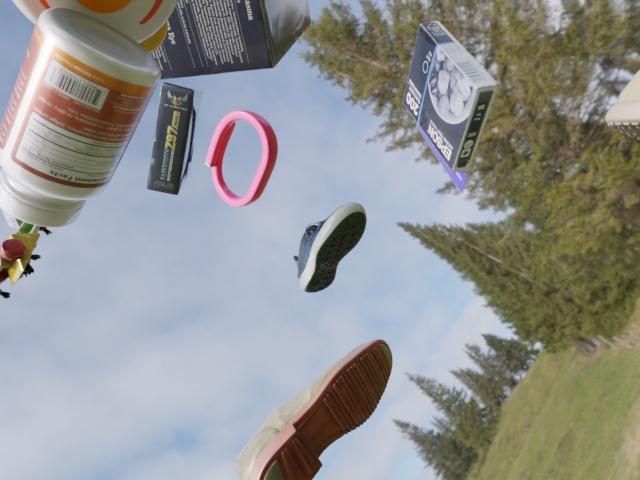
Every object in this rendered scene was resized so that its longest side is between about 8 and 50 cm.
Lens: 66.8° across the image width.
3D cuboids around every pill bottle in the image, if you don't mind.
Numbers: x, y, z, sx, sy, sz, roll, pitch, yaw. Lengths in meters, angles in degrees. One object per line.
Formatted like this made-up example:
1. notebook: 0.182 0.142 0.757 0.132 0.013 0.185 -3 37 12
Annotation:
1. pill bottle: -0.274 -0.124 0.531 0.216 0.121 0.121 -53 -25 23

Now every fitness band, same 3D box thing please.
1. fitness band: -0.230 -0.233 1.397 0.054 0.209 0.290 -23 -32 -51

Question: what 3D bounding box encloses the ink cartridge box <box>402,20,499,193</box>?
1. ink cartridge box: 0.199 -0.215 0.803 0.045 0.206 0.208 -11 -41 -11

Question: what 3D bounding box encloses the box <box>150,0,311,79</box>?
1. box: -0.212 -0.463 0.964 0.343 0.313 0.178 -72 -23 -51

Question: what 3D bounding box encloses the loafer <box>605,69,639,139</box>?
1. loafer: 0.360 -0.127 0.382 0.102 0.268 0.091 10 -83 -26

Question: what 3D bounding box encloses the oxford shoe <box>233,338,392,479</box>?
1. oxford shoe: -0.011 0.327 0.970 0.397 0.147 0.140 -35 -69 -33

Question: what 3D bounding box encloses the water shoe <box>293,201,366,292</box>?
1. water shoe: 0.000 0.000 0.732 0.073 0.080 0.203 -8 -34 -30

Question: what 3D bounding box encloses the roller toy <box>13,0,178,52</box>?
1. roller toy: -0.258 -0.318 0.535 0.191 0.146 0.209 -11 -41 -38

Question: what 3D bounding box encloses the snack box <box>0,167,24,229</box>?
1. snack box: -0.653 -0.105 1.061 0.141 0.037 0.100 102 -169 -48

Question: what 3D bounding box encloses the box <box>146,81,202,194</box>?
1. box: -0.270 -0.198 0.917 0.059 0.232 0.183 11 -75 -13

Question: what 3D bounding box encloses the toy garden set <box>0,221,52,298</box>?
1. toy garden set: -0.441 0.015 0.726 0.049 0.244 0.204 34 -57 -25
